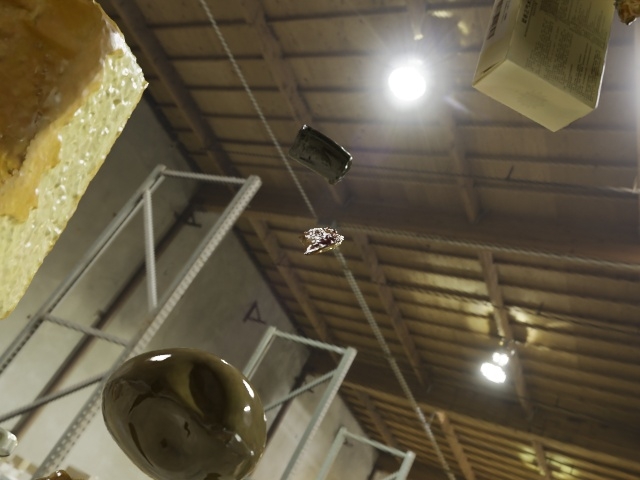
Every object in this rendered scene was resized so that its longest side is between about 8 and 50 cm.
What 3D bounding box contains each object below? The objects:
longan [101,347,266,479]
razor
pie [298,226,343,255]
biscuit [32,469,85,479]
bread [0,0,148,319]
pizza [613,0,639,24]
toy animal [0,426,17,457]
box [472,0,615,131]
[{"bbox_3d":[-0.271,0.357,1.338,0.350,0.288,0.288,32,-29,-12],"label":"longan"},{"bbox_3d":[0.002,-0.200,1.547,0.148,0.054,0.090,34,-58,6],"label":"razor"},{"bbox_3d":[0.000,0.000,1.333,0.170,0.092,0.034,-130,-152,-75],"label":"pie"},{"bbox_3d":[-0.475,0.509,1.099,0.184,0.248,0.035,13,-6,-35],"label":"biscuit"},{"bbox_3d":[-0.369,-0.105,0.754,0.165,0.375,0.236,23,-13,10],"label":"bread"},{"bbox_3d":[0.526,-0.395,0.912,0.324,0.089,0.223,23,-34,23],"label":"pizza"},{"bbox_3d":[-0.564,0.232,0.865,0.266,0.188,0.308,-3,-21,-32],"label":"toy animal"},{"bbox_3d":[0.342,-0.302,1.008,0.168,0.212,0.095,25,-21,-16],"label":"box"}]
